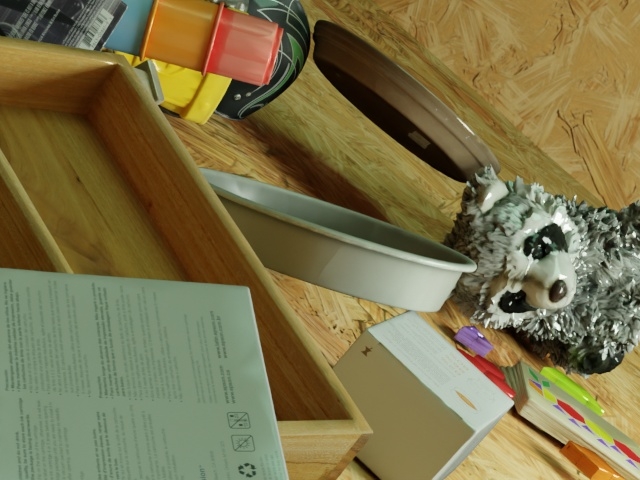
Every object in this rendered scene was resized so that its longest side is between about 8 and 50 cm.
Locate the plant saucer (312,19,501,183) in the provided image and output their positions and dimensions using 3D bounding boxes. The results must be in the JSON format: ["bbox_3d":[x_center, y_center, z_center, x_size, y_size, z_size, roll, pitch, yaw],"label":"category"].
[{"bbox_3d":[0.092,-0.155,2.264,0.278,0.041,0.278,39,-4,3],"label":"plant saucer"}]

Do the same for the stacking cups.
[{"bbox_3d":[-0.195,-0.221,1.884,0.316,0.096,0.096,16,18,-7],"label":"stacking cups"}]

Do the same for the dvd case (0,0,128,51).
[{"bbox_3d":[-0.281,-0.192,1.565,0.221,0.164,0.018,38,-22,-24],"label":"dvd case"}]

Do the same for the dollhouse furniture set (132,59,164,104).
[{"bbox_3d":[-0.257,-0.222,1.737,0.161,0.212,0.242,15,54,-57],"label":"dollhouse furniture set"}]

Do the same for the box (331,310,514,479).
[{"bbox_3d":[0.079,0.142,1.690,0.130,0.091,0.170,43,14,10],"label":"box"}]

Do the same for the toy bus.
[{"bbox_3d":[-0.208,-0.242,2.079,0.211,0.149,0.220,12,25,-30],"label":"toy bus"}]

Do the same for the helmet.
[{"bbox_3d":[-0.091,-0.238,2.268,0.169,0.161,0.169,37,15,-11],"label":"helmet"}]

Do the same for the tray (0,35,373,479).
[{"bbox_3d":[-0.150,0.011,1.414,0.203,0.076,0.411,4,42,-45],"label":"tray"}]

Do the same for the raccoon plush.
[{"bbox_3d":[0.196,0.023,2.312,0.299,0.216,0.446,19,-8,-27],"label":"raccoon plush"}]

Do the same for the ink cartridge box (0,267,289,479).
[{"bbox_3d":[-0.137,0.109,1.181,0.224,0.045,0.223,6,41,-18],"label":"ink cartridge box"}]

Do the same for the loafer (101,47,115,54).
[{"bbox_3d":[-0.208,-0.133,1.861,0.062,0.061,0.170,29,18,-38],"label":"loafer"}]

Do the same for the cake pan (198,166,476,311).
[{"bbox_3d":[0.000,0.000,1.815,0.293,0.054,0.293,18,6,-2],"label":"cake pan"}]

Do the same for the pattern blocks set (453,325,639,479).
[{"bbox_3d":[0.276,0.202,2.117,0.325,0.026,0.285,37,12,2],"label":"pattern blocks set"}]
